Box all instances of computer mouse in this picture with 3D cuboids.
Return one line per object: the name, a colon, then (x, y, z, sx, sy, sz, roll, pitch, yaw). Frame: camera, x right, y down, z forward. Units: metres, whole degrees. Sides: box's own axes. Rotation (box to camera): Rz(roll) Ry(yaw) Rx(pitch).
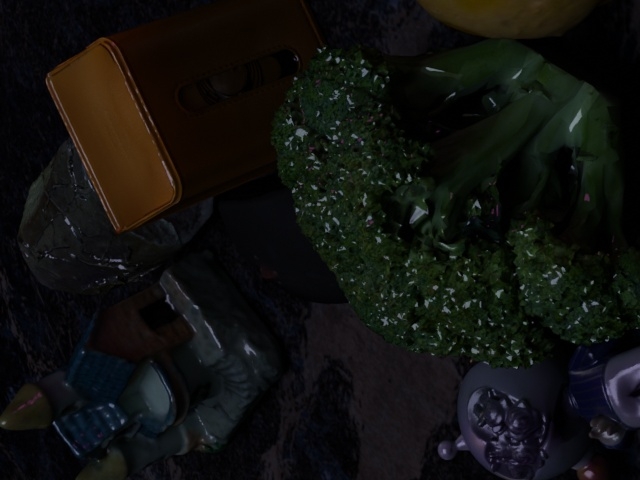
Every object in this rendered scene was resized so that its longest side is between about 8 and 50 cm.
computer mouse: (0.000, 0.000, 1.793, 0.269, 0.100, 0.170, -14, 119, 52)

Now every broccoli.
broccoli: (0.126, -0.046, 1.486, 0.413, 0.321, 0.310, -124, 30, -48)

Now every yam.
yam: (-0.262, -0.042, 2.017, 0.271, 0.202, 0.201, -22, 99, 51)

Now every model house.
model house: (-0.250, 0.202, 2.040, 0.194, 0.325, 0.267, 53, 140, 16)

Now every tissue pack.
tissue pack: (-0.124, -0.154, 1.744, 0.145, 0.274, 0.194, -27, 90, 50)

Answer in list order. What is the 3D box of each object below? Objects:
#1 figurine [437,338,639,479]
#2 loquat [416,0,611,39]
figurine: (0.258, 0.172, 1.614, 0.274, 0.133, 0.194, 6, 115, 35)
loquat: (0.169, -0.295, 1.375, 0.244, 0.244, 0.244, 25, 127, 38)
